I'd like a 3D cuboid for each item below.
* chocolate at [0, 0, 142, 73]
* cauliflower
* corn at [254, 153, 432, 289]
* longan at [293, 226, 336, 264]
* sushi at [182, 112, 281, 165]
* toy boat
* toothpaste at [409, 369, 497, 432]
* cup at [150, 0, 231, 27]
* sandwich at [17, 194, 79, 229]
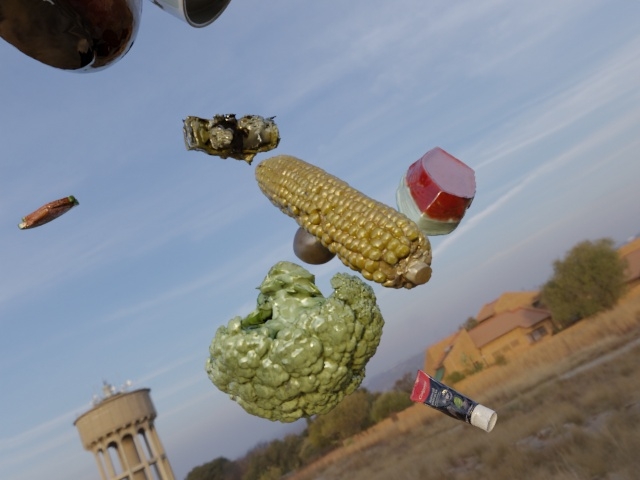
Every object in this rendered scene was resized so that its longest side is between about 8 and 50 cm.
[{"bbox_3d":[-0.285,-0.281,0.547,0.177,0.176,0.176,-25,-18,-9],"label":"chocolate"},{"bbox_3d":[-0.048,0.152,0.776,0.275,0.250,0.272,-5,-42,-7],"label":"cauliflower"},{"bbox_3d":[0.017,-0.036,0.633,0.097,0.320,0.097,-23,-49,-30],"label":"corn"},{"bbox_3d":[0.000,0.000,1.001,0.106,0.106,0.119,-10,-8,-44],"label":"longan"},{"bbox_3d":[-0.258,-0.306,1.441,0.291,0.139,0.131,-5,-11,-28],"label":"sushi"},{"bbox_3d":[0.224,-0.087,0.982,0.133,0.145,0.332,-57,-5,27],"label":"toy boat"},{"bbox_3d":[0.281,0.352,1.047,0.045,0.194,0.071,18,-90,-48],"label":"toothpaste"},{"bbox_3d":[-0.330,-0.683,1.027,0.259,0.275,0.356,-59,-3,-33],"label":"cup"},{"bbox_3d":[-0.493,-0.054,0.881,0.101,0.026,0.069,-27,6,10],"label":"sandwich"}]
